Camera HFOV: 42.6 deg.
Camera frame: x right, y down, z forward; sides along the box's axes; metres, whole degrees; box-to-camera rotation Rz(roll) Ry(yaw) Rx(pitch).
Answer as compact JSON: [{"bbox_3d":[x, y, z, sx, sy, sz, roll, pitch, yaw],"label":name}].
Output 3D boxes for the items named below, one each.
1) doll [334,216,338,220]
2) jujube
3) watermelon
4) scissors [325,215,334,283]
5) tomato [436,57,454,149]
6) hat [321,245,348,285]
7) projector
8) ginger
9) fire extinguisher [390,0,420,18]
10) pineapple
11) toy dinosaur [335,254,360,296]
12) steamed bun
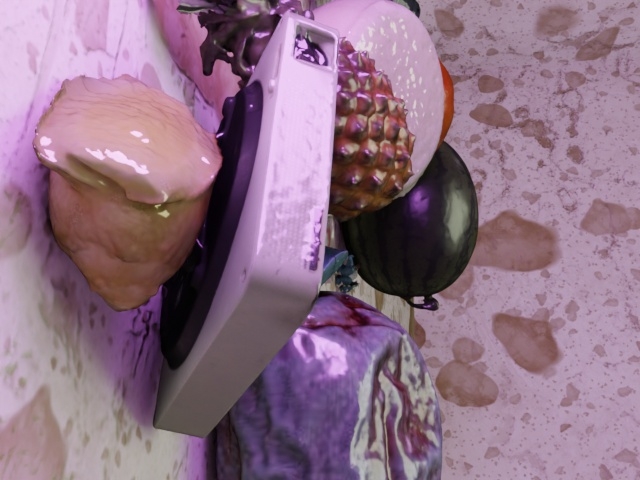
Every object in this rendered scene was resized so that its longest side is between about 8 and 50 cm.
[{"bbox_3d":[0.026,-0.188,1.284,0.103,0.145,0.316,3,86,-48],"label":"doll"},{"bbox_3d":[0.001,0.201,0.848,0.246,0.215,0.308,20,65,-45],"label":"jujube"},{"bbox_3d":[0.178,-0.039,1.641,0.279,0.279,0.359,11,79,-79],"label":"watermelon"},{"bbox_3d":[0.000,0.000,1.346,0.242,0.030,0.118,56,33,-77],"label":"scissors"},{"bbox_3d":[0.099,-0.233,1.401,0.180,0.260,0.260,-3,91,-50],"label":"tomato"},{"bbox_3d":[-0.043,0.003,0.845,0.191,0.138,0.078,-55,158,-65],"label":"hat"},{"bbox_3d":[-0.069,-0.008,0.646,0.259,0.079,0.257,126,-24,-50],"label":"projector"},{"bbox_3d":[-0.130,-0.040,0.572,0.193,0.115,0.122,-87,-168,-61],"label":"ginger"},{"bbox_3d":[0.053,-0.460,1.363,0.311,0.114,0.095,34,5,-42],"label":"fire extinguisher"},{"bbox_3d":[-0.024,-0.170,0.814,0.361,0.175,0.175,59,28,-43],"label":"pineapple"},{"bbox_3d":[0.053,0.066,1.561,0.030,0.047,0.083,-55,143,-70],"label":"toy dinosaur"},{"bbox_3d":[0.032,-0.183,1.104,0.283,0.177,0.283,-11,104,-51],"label":"steamed bun"}]
